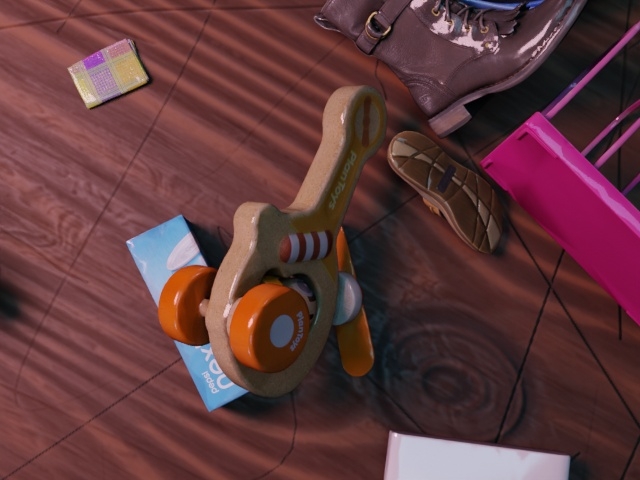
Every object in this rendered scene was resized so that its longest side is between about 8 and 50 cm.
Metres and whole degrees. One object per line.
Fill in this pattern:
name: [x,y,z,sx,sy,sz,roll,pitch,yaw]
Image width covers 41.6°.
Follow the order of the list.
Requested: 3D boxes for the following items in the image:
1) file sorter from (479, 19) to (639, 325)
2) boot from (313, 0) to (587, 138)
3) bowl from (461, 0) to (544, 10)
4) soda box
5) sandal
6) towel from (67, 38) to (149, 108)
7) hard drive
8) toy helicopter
file sorter: [0.356,-0.059,0.908,0.182,0.202,0.290,-44,87,-6]
boot: [0.133,-0.254,0.917,0.229,0.091,0.263,48,129,-4]
bowl: [0.225,-0.448,1.004,0.392,0.077,0.390,0,85,-1]
soda box: [-0.137,0.080,0.950,0.071,0.067,0.210,-27,86,-4]
sandal: [0.142,-0.056,0.975,0.180,0.049,0.072,39,70,-14]
towel: [-0.250,-0.198,1.002,0.083,0.009,0.060,-27,87,-3]
hard drive: [0.159,0.380,0.941,0.203,0.040,0.307,8,84,-1]
toy helicopter: [0.000,0.000,0.910,0.140,0.235,0.354,10,72,41]
